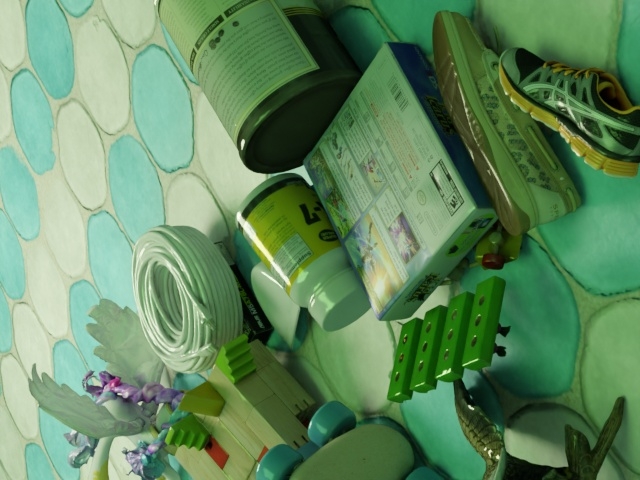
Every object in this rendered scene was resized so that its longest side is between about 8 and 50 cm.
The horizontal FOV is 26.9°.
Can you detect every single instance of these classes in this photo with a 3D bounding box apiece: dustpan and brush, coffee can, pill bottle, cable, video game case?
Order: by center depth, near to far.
[{"bbox_3d":[0.101,-0.074,1.721,0.244,0.061,0.269,-52,52,42],"label":"video game case"},{"bbox_3d":[-0.080,-0.259,1.832,0.275,0.201,0.201,59,145,22],"label":"coffee can"},{"bbox_3d":[-0.015,0.017,1.840,0.208,0.119,0.119,52,142,24],"label":"pill bottle"},{"bbox_3d":[-0.078,0.052,2.119,0.211,0.060,0.147,50,154,22],"label":"dustpan and brush"},{"bbox_3d":[-0.227,0.096,2.245,0.257,0.089,0.257,-42,66,56],"label":"cable"}]

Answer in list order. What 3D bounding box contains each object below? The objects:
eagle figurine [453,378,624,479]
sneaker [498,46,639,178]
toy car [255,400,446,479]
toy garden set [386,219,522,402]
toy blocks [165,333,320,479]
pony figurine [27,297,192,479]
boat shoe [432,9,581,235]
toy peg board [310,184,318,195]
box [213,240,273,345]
[{"bbox_3d":[0.219,0.292,1.651,0.298,0.226,0.225,8,131,50],"label":"eagle figurine"},{"bbox_3d":[0.281,-0.156,1.459,0.215,0.084,0.083,44,125,32],"label":"sneaker"},{"bbox_3d":[0.047,0.404,1.967,0.219,0.210,0.238,32,143,31],"label":"toy car"},{"bbox_3d":[0.176,0.090,1.683,0.244,0.049,0.203,-36,37,61],"label":"toy garden set"},{"bbox_3d":[-0.092,0.352,2.183,0.261,0.191,0.381,46,140,18],"label":"toy blocks"},{"bbox_3d":[-0.363,0.325,2.514,0.351,0.303,0.363,32,135,3],"label":"pony figurine"},{"bbox_3d":[0.210,-0.146,1.571,0.104,0.089,0.285,101,149,-77],"label":"boat shoe"},{"bbox_3d":[0.000,0.000,1.944,0.161,0.079,0.160,61,146,18],"label":"toy peg board"},{"bbox_3d":[-0.166,0.129,2.286,0.190,0.045,0.184,58,142,23],"label":"box"}]
